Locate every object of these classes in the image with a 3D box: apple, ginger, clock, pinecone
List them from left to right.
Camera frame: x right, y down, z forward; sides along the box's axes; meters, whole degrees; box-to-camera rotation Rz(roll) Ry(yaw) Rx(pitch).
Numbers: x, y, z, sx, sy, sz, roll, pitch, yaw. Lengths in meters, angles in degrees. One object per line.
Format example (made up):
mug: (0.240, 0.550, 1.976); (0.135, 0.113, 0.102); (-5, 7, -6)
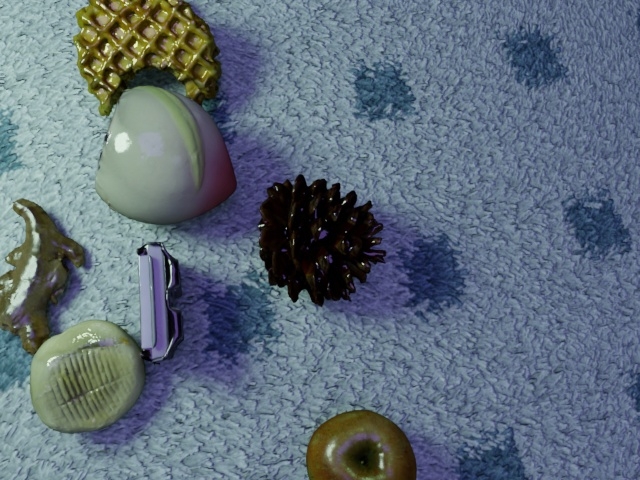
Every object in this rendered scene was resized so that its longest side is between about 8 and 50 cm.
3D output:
ginger: (-0.620, 0.081, 1.068); (0.166, 0.080, 0.333); (12, 69, -21)
clock: (-0.339, 0.138, 1.040); (0.083, 0.186, 0.253); (-3, 79, -15)
pinecone: (0.004, -0.001, 1.092); (0.296, 0.242, 0.298); (12, 70, -4)
apple: (0.086, 0.482, 1.034); (0.237, 0.207, 0.237); (2, 59, -4)

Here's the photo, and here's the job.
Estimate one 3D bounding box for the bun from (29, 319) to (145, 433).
bun: (-0.484, 0.274, 1.016); (0.229, 0.145, 0.229); (-6, 102, -31)

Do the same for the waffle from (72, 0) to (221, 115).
waffle: (-0.398, -0.433, 1.144); (0.324, 0.151, 0.261); (-6, 111, -13)

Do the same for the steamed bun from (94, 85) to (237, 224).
steamed bun: (-0.320, -0.170, 1.069); (0.309, 0.309, 0.309); (2, 77, -8)
